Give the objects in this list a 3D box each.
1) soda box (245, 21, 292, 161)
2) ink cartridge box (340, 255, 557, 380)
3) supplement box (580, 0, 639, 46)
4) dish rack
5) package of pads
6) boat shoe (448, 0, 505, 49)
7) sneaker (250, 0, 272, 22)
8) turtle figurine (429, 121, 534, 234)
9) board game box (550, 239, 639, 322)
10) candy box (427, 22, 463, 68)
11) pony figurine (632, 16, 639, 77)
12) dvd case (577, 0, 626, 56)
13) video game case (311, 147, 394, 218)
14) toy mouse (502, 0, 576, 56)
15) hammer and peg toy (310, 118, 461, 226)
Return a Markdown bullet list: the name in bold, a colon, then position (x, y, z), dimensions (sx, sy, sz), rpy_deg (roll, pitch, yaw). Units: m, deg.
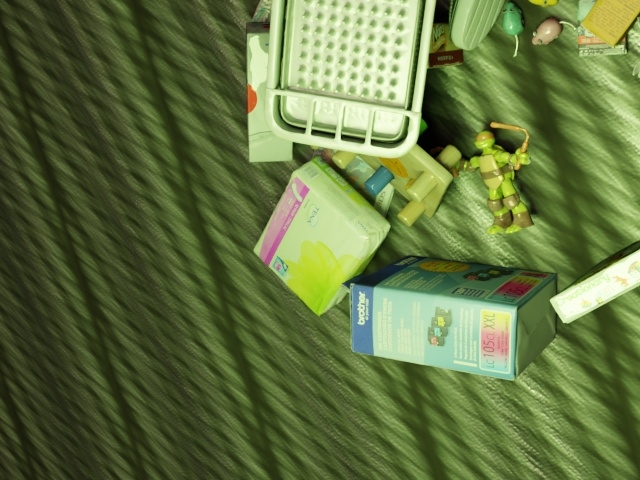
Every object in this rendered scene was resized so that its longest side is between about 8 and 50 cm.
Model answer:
- **soda box**: position (-0.108, -0.313, 1.962), dimensions (0.098, 0.091, 0.286), rpy_deg (-1, 119, -6)
- **ink cartridge box**: position (0.235, 0.137, 1.825), dimensions (0.395, 0.270, 0.151), rpy_deg (5, 104, 29)
- **supplement box**: position (0.548, -0.449, 1.590), dimensions (0.080, 0.078, 0.233), rpy_deg (37, 113, 14)
- **dish rack**: position (0.053, -0.326, 1.624), dimensions (0.285, 0.072, 0.333), rpy_deg (11, 115, 13)
- **package of pads**: position (0.000, 0.000, 1.988), dimensions (0.229, 0.101, 0.296), rpy_deg (44, 137, 14)
- **boat shoe**: position (0.288, -0.527, 1.725), dimensions (0.119, 0.121, 0.335), rpy_deg (22, 103, 33)
- **sneaker**: position (-0.108, -0.484, 1.968), dimensions (0.080, 0.094, 0.212), rpy_deg (25, 114, 24)
- **turtle figurine**: position (0.335, -0.124, 1.809), dimensions (0.269, 0.087, 0.217), rpy_deg (-6, 104, 54)
- **board game box**: position (0.534, 0.045, 1.605), dimensions (0.193, 0.305, 0.053), rpy_deg (-36, 81, 32)
- **candy box**: position (0.100, -0.377, 1.820), dimensions (0.316, 0.183, 0.088), rpy_deg (3, 103, 30)
- **pony figurine**: position (0.688, -0.365, 1.456), dimensions (0.350, 0.303, 0.364), rpy_deg (10, 93, 19)
- **dvd case**: position (0.509, -0.395, 1.676), dimensions (0.087, 0.013, 0.120), rpy_deg (2, 105, 30)
- **video game case**: position (0.058, -0.105, 2.012), dimensions (0.201, 0.023, 0.183), rpy_deg (27, 115, 22)
- **toy mouse**: position (0.391, -0.406, 1.731), dimensions (0.161, 0.031, 0.143), rpy_deg (38, 119, 17)
- **hammer and peg toy**: position (0.105, -0.198, 1.826), dimensions (0.361, 0.266, 0.127), rpy_deg (42, 80, 10)
